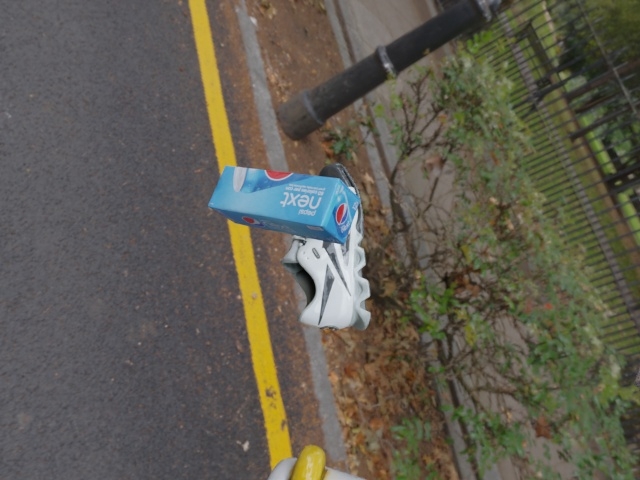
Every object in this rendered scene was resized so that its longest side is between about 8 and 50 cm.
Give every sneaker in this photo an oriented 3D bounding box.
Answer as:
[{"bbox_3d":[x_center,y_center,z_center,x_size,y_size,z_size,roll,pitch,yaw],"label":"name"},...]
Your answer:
[{"bbox_3d":[0.000,0.000,0.980,0.146,0.122,0.330,1,66,-15],"label":"sneaker"}]

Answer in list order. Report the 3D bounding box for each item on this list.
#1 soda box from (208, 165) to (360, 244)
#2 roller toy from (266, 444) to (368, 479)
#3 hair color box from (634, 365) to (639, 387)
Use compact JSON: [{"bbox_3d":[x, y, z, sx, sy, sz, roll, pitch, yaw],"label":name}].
[{"bbox_3d":[-0.055,-0.053,0.755,0.067,0.210,0.071,37,69,-53],"label":"soda box"},{"bbox_3d":[-0.020,0.365,0.630,0.209,0.146,0.191,94,14,-47],"label":"roller toy"},{"bbox_3d":[0.676,0.090,0.891,0.374,0.114,0.185,-61,166,-15],"label":"hair color box"}]
